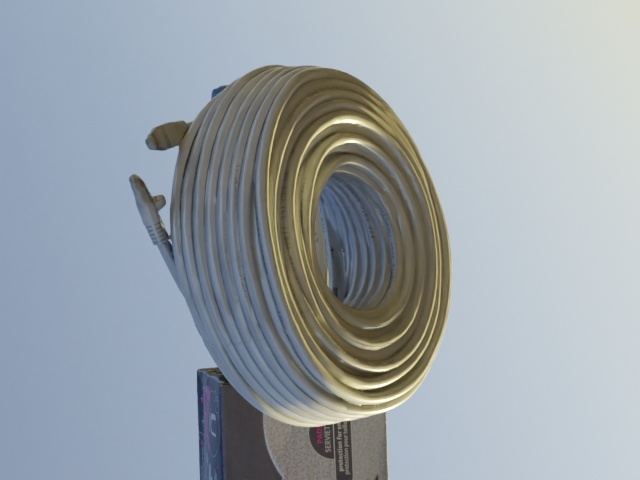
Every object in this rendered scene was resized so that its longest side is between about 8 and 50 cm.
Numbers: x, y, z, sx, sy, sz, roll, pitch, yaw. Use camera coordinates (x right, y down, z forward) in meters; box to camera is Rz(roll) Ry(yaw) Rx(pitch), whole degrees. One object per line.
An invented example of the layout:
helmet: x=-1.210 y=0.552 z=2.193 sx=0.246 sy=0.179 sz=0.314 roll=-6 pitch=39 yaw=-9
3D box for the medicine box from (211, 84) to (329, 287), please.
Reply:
medicine box: x=-0.024 y=-0.007 z=1.863 sx=0.263 sy=0.149 sz=0.289 roll=48 pitch=-140 yaw=-65

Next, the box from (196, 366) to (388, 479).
box: x=-0.024 y=0.245 z=1.494 sx=0.142 sy=0.163 sz=0.247 roll=-172 pitch=81 yaw=-76

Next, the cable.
cable: x=0.000 y=0.000 z=1.119 sx=0.257 sy=0.089 sz=0.257 roll=-42 pitch=-65 yaw=-50
